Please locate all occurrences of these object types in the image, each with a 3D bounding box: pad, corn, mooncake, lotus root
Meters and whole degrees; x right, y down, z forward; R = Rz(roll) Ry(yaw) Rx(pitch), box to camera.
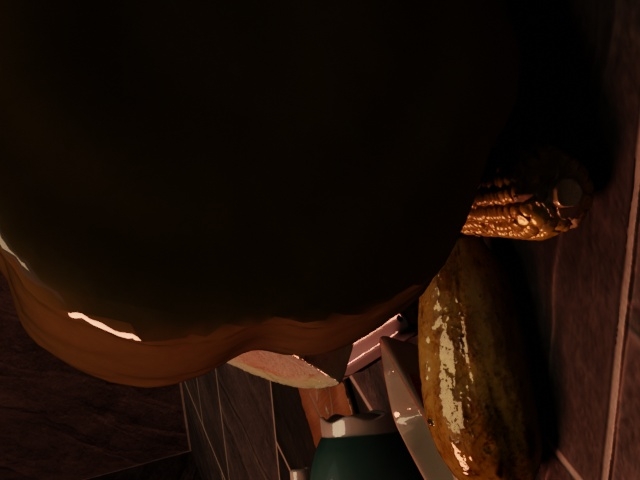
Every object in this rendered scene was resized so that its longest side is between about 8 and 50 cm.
[{"bbox_3d":[-0.008,0.202,1.857,0.286,0.018,0.284,120,135,-69],"label":"pad"},{"bbox_3d":[0.152,-0.040,0.965,0.238,0.080,0.080,-176,74,-73],"label":"corn"},{"bbox_3d":[-0.092,-0.115,0.902,0.262,0.466,0.467,129,127,-74],"label":"mooncake"},{"bbox_3d":[0.144,0.125,1.081,0.097,0.110,0.259,-15,-86,-65],"label":"lotus root"}]

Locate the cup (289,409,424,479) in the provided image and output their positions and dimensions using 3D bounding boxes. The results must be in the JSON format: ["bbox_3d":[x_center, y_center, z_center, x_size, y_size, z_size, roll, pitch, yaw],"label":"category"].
[{"bbox_3d":[0.061,0.301,1.439,0.299,0.167,0.173,-14,79,49],"label":"cup"}]

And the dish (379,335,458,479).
[{"bbox_3d":[0.139,0.213,1.225,0.234,0.064,0.154,-118,12,-47],"label":"dish"}]

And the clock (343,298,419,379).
[{"bbox_3d":[0.022,0.026,1.373,0.186,0.083,0.253,-39,62,45],"label":"clock"}]

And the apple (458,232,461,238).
[{"bbox_3d":[0.028,-0.039,1.162,0.230,0.229,0.230,167,90,-75],"label":"apple"}]

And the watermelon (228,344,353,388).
[{"bbox_3d":[-0.077,0.027,1.298,0.176,0.255,0.260,48,-132,-52],"label":"watermelon"}]
